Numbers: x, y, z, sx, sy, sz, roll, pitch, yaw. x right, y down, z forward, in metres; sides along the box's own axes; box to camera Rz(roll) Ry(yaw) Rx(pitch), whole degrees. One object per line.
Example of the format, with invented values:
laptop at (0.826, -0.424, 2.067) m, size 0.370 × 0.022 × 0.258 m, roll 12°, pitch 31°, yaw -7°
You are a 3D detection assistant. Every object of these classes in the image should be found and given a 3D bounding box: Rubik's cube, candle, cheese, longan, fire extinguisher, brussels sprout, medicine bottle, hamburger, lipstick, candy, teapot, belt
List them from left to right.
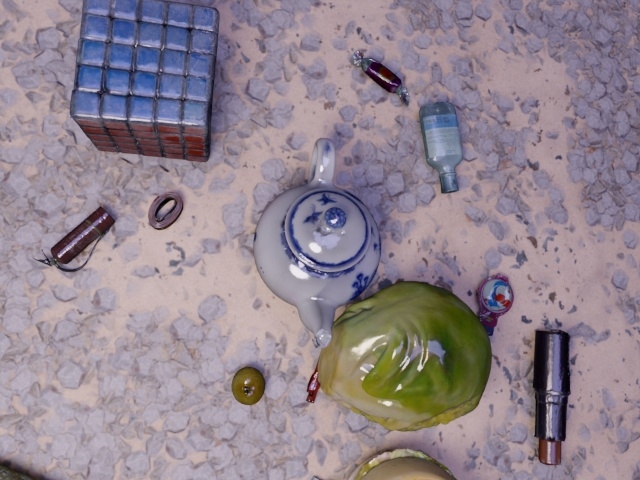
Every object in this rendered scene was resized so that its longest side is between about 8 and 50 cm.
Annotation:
fire extinguisher at (-0.473, 0.006, 1.051) m, size 0.157 × 0.045 × 0.078 m, roll -45°, pitch 116°, yaw -15°
Rubik's cube at (-0.319, -0.300, 1.019) m, size 0.237 × 0.238 × 0.237 m, roll 5°, pitch 83°, yaw -13°
belt at (-0.319, -0.062, 1.095) m, size 0.059 × 0.036 × 0.083 m, roll 39°, pitch 76°, yaw -5°
longan at (-0.144, 0.291, 1.067) m, size 0.075 × 0.083 × 0.075 m, roll 0°, pitch 86°, yaw -3°
teapot at (0.000, 0.000, 1.026) m, size 0.252 × 0.280 × 0.425 m, roll 5°, pitch 70°, yaw -10°
candle at (0.002, 0.261, 1.136) m, size 0.026 × 0.021 × 0.168 m, roll 21°, pitch 80°, yaw -10°
candy at (0.144, -0.377, 1.234) m, size 0.175 × 0.043 × 0.045 m, roll 37°, pitch 67°, yaw -6°
hamburger at (0.168, 0.565, 1.058) m, size 0.299 × 0.176 × 0.301 m, roll 2°, pitch 84°, yaw -14°
brussels sprout at (0.171, 0.236, 1.052) m, size 0.343 × 0.268 × 0.345 m, roll 0°, pitch 90°, yaw -10°
medicine bottle at (0.284, -0.214, 1.241) m, size 0.090 × 0.053 × 0.209 m, roll -7°, pitch 87°, yaw -15°
cheese at (0.397, 0.146, 1.230) m, size 0.095 × 0.038 × 0.145 m, roll 24°, pitch 78°, yaw -9°
lipstick at (0.524, 0.353, 1.213) m, size 0.081 × 0.081 × 0.300 m, roll 6°, pitch 81°, yaw -12°

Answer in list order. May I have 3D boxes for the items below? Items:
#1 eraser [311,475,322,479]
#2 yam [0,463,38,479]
eraser at (0.013, 0.526, 1.108) m, size 0.083 × 0.019 × 0.038 m, roll 33°, pitch 79°, yaw -7°
yam at (-0.570, 0.456, 0.941) m, size 0.194 × 0.107 × 0.107 m, roll 28°, pitch 78°, yaw -7°
